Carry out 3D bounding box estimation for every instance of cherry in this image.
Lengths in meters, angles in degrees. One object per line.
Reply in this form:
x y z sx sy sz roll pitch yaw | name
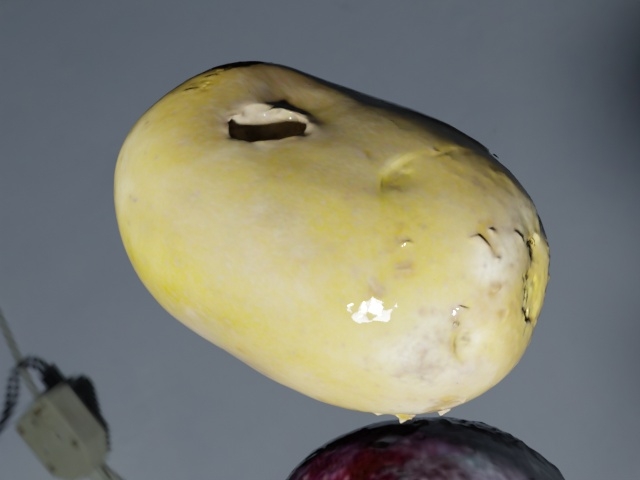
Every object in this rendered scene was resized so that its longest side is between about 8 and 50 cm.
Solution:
0.065 0.193 0.942 0.195 0.195 0.195 -6 60 10 | cherry

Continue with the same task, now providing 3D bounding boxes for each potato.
0.000 0.000 0.847 0.233 0.150 0.146 25 109 25 | potato
